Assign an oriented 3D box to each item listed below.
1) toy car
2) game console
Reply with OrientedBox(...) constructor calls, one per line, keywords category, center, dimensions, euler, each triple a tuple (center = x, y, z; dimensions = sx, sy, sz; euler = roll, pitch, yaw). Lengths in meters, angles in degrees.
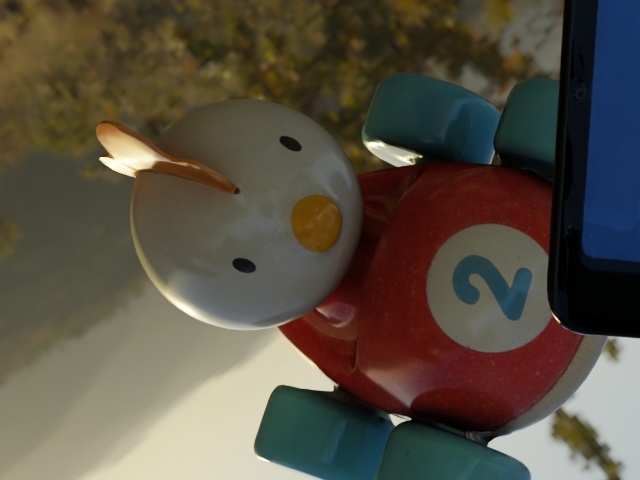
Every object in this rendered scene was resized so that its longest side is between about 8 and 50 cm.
OrientedBox(category="toy car", center=(0.000, 0.000, 0.893), dimensions=(0.210, 0.238, 0.219), euler=(10, -102, 54))
OrientedBox(category="game console", center=(0.122, -0.033, 0.462), dimensions=(0.107, 0.122, 0.071), euler=(3, 178, 30))
